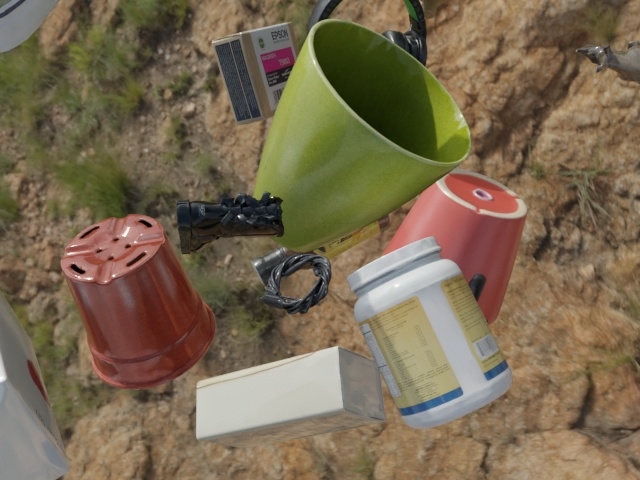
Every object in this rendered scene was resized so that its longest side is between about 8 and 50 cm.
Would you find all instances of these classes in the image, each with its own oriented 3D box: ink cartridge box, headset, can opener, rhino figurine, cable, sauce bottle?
[{"bbox_3d":[-0.127,-0.389,1.507,0.088,0.234,0.193,-5,110,30],"label":"ink cartridge box"},{"bbox_3d":[0.096,-0.373,1.395,0.243,0.394,0.185,-18,38,-9],"label":"headset"},{"bbox_3d":[0.240,0.118,1.075,0.073,0.186,0.059,29,124,6],"label":"can opener"},{"bbox_3d":[0.611,-0.343,1.265,0.243,0.073,0.106,12,35,-5],"label":"rhino figurine"},{"bbox_3d":[-0.040,0.090,1.398,0.184,0.047,0.151,3,46,47],"label":"cable"},{"bbox_3d":[0.000,0.000,1.568,0.344,0.111,0.111,-30,60,-10],"label":"sauce bottle"}]

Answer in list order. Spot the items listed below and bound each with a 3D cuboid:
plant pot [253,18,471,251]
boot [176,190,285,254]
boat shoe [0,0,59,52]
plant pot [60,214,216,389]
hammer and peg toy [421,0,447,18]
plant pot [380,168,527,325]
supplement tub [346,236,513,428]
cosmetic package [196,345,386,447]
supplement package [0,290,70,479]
[{"bbox_3d":[0.023,-0.123,0.979,0.293,0.274,0.275,-47,56,38],"label":"plant pot"},{"bbox_3d":[-0.089,-0.016,0.641,0.099,0.121,0.045,-3,78,-10],"label":"boot"},{"bbox_3d":[-0.277,-0.292,0.620,0.109,0.094,0.302,7,47,-6],"label":"boat shoe"},{"bbox_3d":[-0.377,0.109,1.319,0.272,0.265,0.272,-7,38,5],"label":"plant pot"},{"bbox_3d":[0.190,-0.638,1.412,0.266,0.361,0.127,-4,68,60],"label":"hammer and peg toy"},{"bbox_3d":[0.282,0.004,1.334,0.275,0.275,0.243,39,125,31],"label":"plant pot"},{"bbox_3d":[0.128,0.110,0.796,0.144,0.144,0.200,-28,80,19],"label":"supplement tub"},{"bbox_3d":[-0.057,0.291,1.178,0.309,0.160,0.113,-19,60,25],"label":"cosmetic package"},{"bbox_3d":[-0.461,0.188,0.826,0.175,0.178,0.293,-27,38,-18],"label":"supplement package"}]
